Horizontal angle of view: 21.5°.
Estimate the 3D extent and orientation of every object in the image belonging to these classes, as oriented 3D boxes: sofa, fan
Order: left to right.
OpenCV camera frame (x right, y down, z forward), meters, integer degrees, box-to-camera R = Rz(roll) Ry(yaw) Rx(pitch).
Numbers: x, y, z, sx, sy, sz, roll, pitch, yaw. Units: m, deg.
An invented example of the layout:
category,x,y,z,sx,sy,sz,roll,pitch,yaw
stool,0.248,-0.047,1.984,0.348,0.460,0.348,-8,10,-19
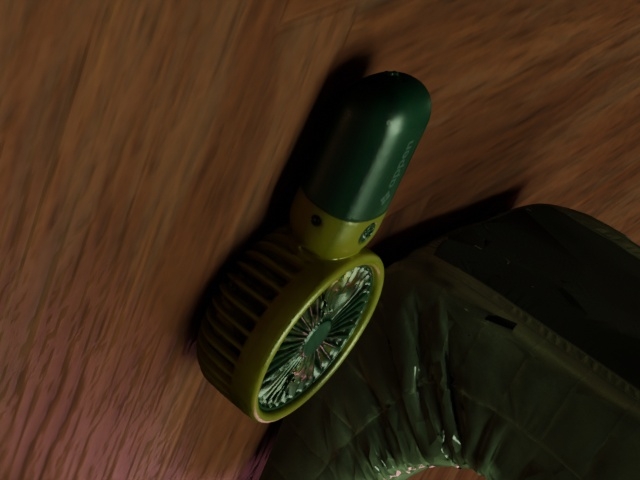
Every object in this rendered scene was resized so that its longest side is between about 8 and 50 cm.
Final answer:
category,x,y,z,sx,sy,sz,roll,pitch,yaw
fan,0.000,0.000,0.653,0.082,0.039,0.155,-22,143,-54
sofa,0.118,0.108,0.835,0.210,0.225,0.176,-23,142,-59
